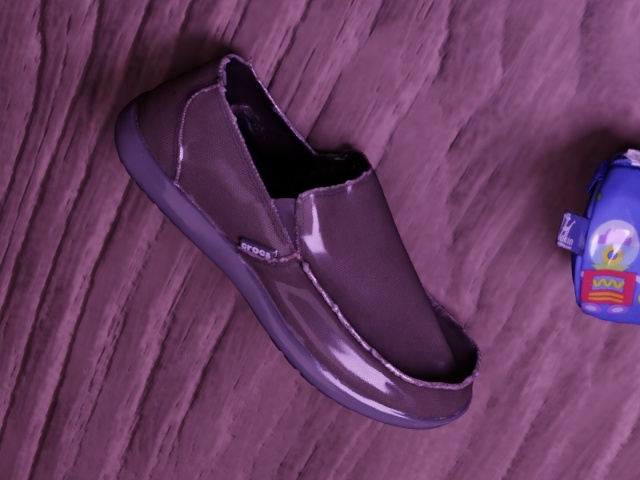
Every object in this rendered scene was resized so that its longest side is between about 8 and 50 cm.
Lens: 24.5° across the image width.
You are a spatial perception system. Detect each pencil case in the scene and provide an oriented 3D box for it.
[{"bbox_3d":[0.328,0.008,1.055,0.306,0.119,0.133,7,118,16],"label":"pencil case"}]

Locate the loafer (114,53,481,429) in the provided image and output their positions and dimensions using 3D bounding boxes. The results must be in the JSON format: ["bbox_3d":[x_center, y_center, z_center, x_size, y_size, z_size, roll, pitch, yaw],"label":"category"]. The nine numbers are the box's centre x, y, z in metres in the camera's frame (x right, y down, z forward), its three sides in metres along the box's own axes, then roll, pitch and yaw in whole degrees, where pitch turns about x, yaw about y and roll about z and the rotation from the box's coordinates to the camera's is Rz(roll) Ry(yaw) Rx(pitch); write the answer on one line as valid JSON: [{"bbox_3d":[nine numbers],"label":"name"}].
[{"bbox_3d":[0.000,0.000,1.157,0.366,0.134,0.130,43,123,-7],"label":"loafer"}]
